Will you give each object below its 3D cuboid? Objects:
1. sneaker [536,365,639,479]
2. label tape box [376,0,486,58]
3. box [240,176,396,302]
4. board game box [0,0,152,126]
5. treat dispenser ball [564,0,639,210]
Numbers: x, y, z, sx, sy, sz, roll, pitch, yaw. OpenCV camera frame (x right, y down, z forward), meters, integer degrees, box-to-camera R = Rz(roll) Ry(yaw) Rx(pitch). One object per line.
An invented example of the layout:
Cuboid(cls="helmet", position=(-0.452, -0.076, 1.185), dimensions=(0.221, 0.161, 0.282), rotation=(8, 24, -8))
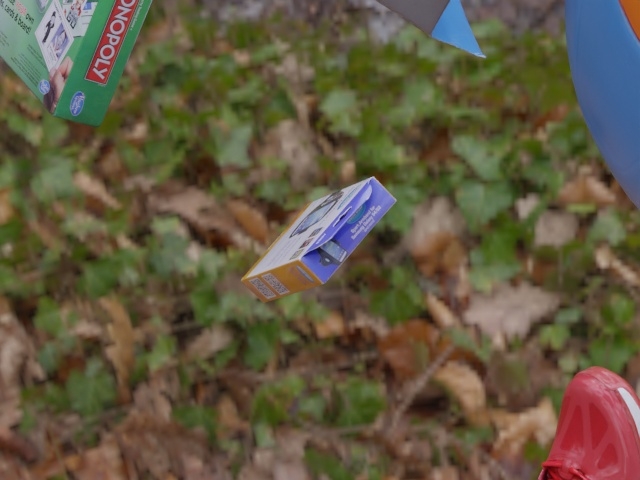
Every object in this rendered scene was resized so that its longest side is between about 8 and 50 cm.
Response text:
Cuboid(cls="sneaker", position=(0.166, 0.205, 1.237), dimensions=(0.128, 0.221, 0.087), rotation=(-11, 13, -32))
Cuboid(cls="label tape box", position=(0.036, -0.337, 1.555), dimensions=(0.115, 0.347, 0.249), rotation=(-39, 47, 28))
Cuboid(cls="box", position=(0.000, 0.000, 1.223), dimensions=(0.081, 0.028, 0.136), rotation=(-49, 13, -20))
Cuboid(cls="board game box", position=(-0.216, -0.251, 1.442), dimensions=(0.046, 0.214, 0.317), rotation=(14, 19, -35))
Cuboid(cls="treat dispenser ball", position=(0.257, -0.108, 0.815), dimensions=(0.288, 0.288, 0.288), rotation=(-4, 45, 4))
